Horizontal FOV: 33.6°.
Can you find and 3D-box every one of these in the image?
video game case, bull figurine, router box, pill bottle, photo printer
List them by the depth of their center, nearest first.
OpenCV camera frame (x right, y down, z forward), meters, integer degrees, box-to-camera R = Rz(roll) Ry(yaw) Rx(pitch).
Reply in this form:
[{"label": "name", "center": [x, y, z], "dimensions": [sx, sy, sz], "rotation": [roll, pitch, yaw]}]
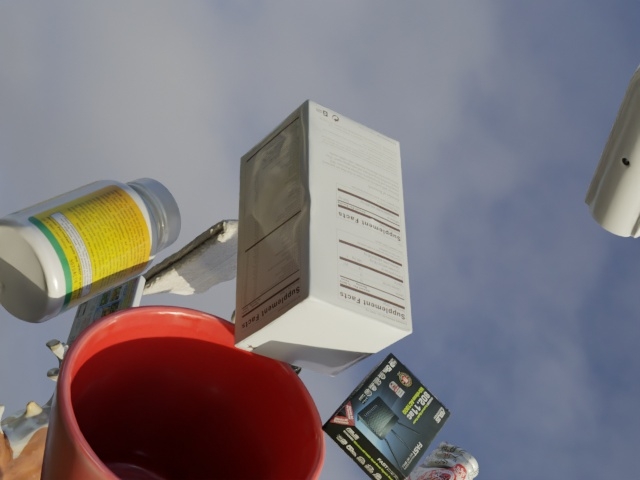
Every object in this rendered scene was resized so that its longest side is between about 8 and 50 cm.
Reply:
[{"label": "router box", "center": [0.069, 0.182, 1.070], "dimensions": [0.092, 0.122, 0.038], "rotation": [45, -52, 2]}, {"label": "pill bottle", "center": [-0.254, 0.001, 1.158], "dimensions": [0.118, 0.208, 0.117], "rotation": [15, -63, 31]}, {"label": "photo printer", "center": [0.482, -0.176, 1.385], "dimensions": [0.107, 0.256, 0.307], "rotation": [39, -33, 24]}, {"label": "bull figurine", "center": [-0.407, 0.271, 1.400], "dimensions": [0.101, 0.310, 0.188], "rotation": [15, -59, 30]}, {"label": "video game case", "center": [-0.382, 0.142, 1.868], "dimensions": [0.143, 0.019, 0.157], "rotation": [-21, -143, 23]}]

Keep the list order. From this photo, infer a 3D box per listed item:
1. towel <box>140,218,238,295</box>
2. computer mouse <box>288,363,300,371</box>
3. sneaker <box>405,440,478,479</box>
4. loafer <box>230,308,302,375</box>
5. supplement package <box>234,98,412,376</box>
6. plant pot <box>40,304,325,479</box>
[{"label": "towel", "center": [-0.211, 0.038, 2.067], "dimensions": [0.282, 0.187, 0.049], "rotation": [-33, -110, 33]}, {"label": "computer mouse", "center": [-0.075, 0.112, 1.553], "dimensions": [0.242, 0.071, 0.041], "rotation": [-112, -144, -50]}, {"label": "sneaker", "center": [0.187, 0.444, 1.909], "dimensions": [0.090, 0.145, 0.270], "rotation": [46, -28, 0]}, {"label": "loafer", "center": [-0.082, 0.174, 1.923], "dimensions": [0.092, 0.102, 0.268], "rotation": [43, -9, 28]}, {"label": "supplement package", "center": [0.000, 0.000, 1.138], "dimensions": [0.139, 0.134, 0.244], "rotation": [-35, -135, 43]}, {"label": "plant pot", "center": [-0.167, 0.245, 1.094], "dimensions": [0.275, 0.275, 0.243], "rotation": [58, -47, 35]}]
